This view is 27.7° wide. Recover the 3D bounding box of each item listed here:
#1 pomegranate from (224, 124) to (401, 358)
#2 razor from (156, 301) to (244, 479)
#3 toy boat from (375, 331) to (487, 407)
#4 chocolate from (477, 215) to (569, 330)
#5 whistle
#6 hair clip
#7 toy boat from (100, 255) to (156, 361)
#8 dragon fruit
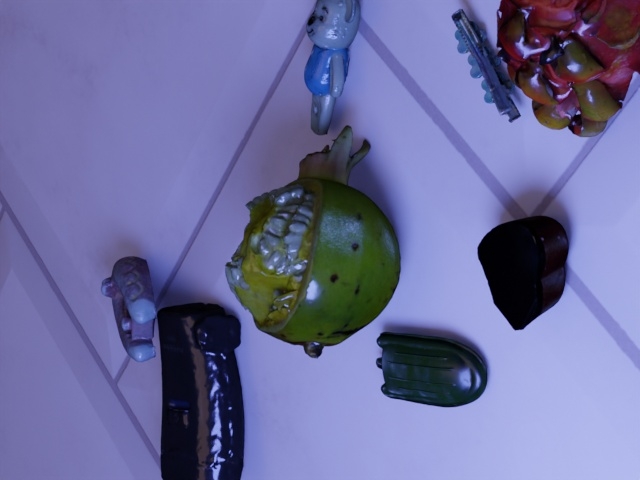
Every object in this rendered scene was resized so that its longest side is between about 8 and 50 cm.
[{"bbox_3d":[0.000,0.000,1.889,0.260,0.260,0.341,2,71,48],"label":"pomegranate"},{"bbox_3d":[-0.210,0.274,2.255,0.189,0.107,0.327,1,95,49],"label":"razor"},{"bbox_3d":[0.155,0.188,1.880,0.210,0.052,0.104,1,96,47],"label":"toy boat"},{"bbox_3d":[0.272,0.033,1.698,0.125,0.080,0.149,29,126,54],"label":"chocolate"},{"bbox_3d":[0.009,-0.269,1.925,0.114,0.077,0.236,-128,42,-53],"label":"whistle"},{"bbox_3d":[0.217,-0.229,1.725,0.049,0.049,0.173,-44,61,44],"label":"hair clip"},{"bbox_3d":[-0.346,0.117,2.328,0.227,0.085,0.155,-114,23,-57],"label":"toy boat"},{"bbox_3d":[0.294,-0.260,1.492,0.307,0.243,0.227,-53,42,37],"label":"dragon fruit"}]
